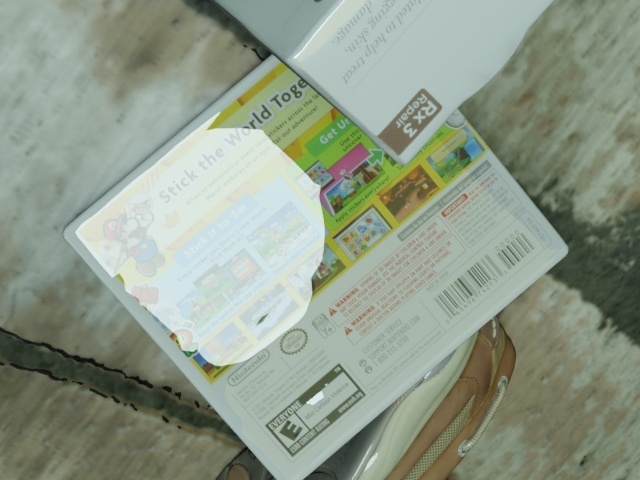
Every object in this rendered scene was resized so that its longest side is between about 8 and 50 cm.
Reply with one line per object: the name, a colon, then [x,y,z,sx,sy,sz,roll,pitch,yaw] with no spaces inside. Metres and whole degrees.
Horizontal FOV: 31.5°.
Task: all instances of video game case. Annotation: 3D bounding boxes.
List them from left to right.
video game case: [0.000,0.000,0.677,0.227,0.026,0.206,-40,98,-1]

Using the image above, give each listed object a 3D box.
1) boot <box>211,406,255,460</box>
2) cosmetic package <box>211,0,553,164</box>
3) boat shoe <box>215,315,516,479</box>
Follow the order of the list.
boot: [-0.020,0.076,0.721,0.121,0.045,0.099,-38,88,4]
cosmetic package: [0.003,-0.140,0.531,0.117,0.231,0.085,-49,125,4]
boat shoe: [0.022,0.172,0.777,0.116,0.123,0.324,33,100,-37]
